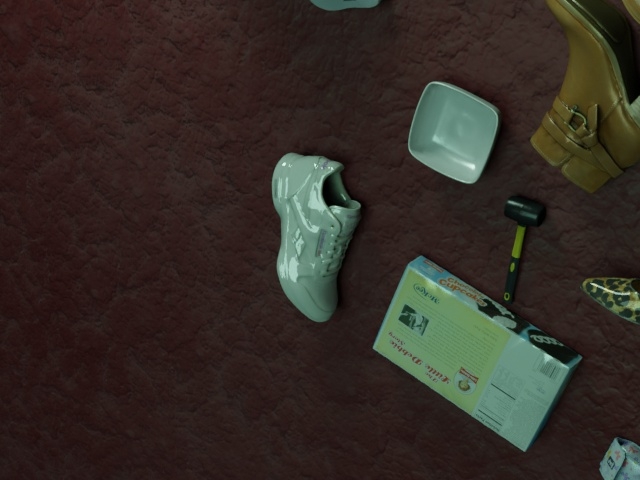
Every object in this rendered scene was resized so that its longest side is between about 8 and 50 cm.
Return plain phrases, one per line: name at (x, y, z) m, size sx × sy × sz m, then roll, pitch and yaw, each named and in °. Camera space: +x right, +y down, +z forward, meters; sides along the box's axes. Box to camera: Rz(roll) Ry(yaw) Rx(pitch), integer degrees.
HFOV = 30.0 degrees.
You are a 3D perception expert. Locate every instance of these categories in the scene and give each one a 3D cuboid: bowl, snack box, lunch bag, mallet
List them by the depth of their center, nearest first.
bowl at (0.219, -0.176, 1.906) m, size 0.142 × 0.053 × 0.142 m, roll 29°, pitch 121°, yaw 22°
lunch bag at (0.492, 0.366, 1.917) m, size 0.083 × 0.053 × 0.071 m, roll 39°, pitch 124°, yaw 28°
mallet at (0.308, 0.015, 1.928) m, size 0.062 × 0.039 × 0.189 m, roll 29°, pitch 125°, yaw 23°
snack box at (0.256, 0.188, 2.008) m, size 0.322 × 0.060 × 0.187 m, roll 33°, pitch 122°, yaw 20°

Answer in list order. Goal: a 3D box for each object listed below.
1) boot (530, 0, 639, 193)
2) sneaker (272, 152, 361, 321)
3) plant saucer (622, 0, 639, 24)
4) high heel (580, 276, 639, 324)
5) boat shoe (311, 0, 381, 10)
boot at (0.383, -0.224, 1.759) m, size 0.283 × 0.109 × 0.220 m, roll 45°, pitch 130°, yaw 4°
sneaker at (0.000, 0.000, 2.080) m, size 0.152 × 0.114 × 0.305 m, roll 2°, pitch 108°, yaw 35°
plant saucer at (0.501, -0.373, 1.650) m, size 0.200 × 0.037 × 0.200 m, roll 13°, pitch 114°, yaw 30°
high heel at (0.522, 0.038, 1.746) m, size 0.261 × 0.093 × 0.186 m, roll 14°, pitch 118°, yaw 16°
boat shoe at (0.045, -0.402, 1.951) m, size 0.142 × 0.040 × 0.049 m, roll 11°, pitch 122°, yaw 31°
